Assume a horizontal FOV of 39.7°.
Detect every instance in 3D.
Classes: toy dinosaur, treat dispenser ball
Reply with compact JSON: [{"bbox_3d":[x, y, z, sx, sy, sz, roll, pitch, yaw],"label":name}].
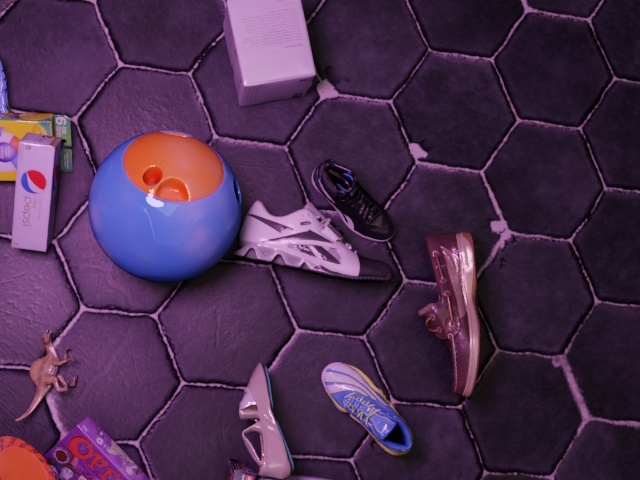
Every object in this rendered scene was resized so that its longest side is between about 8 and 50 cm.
[{"bbox_3d":[-0.529,0.270,1.737,0.092,0.053,0.183,8,75,8],"label":"toy dinosaur"},{"bbox_3d":[-0.293,-0.064,1.682,0.288,0.288,0.288,1,84,-9],"label":"treat dispenser ball"}]

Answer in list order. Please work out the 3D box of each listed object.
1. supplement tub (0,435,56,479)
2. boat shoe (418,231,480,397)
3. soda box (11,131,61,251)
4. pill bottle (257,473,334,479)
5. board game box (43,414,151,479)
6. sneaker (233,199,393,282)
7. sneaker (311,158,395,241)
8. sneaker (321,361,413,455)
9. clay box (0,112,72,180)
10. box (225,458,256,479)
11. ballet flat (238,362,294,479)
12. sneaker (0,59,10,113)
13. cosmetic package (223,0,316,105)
[{"bbox_3d":[-0.639,0.505,1.556,0.338,0.207,0.207,-37,90,12],"label":"supplement tub"},{"bbox_3d":[0.264,0.153,1.841,0.123,0.123,0.342,-2,84,5],"label":"boat shoe"},{"bbox_3d":[-0.548,-0.093,1.710,0.069,0.074,0.216,8,110,-8],"label":"soda box"},{"bbox_3d":[-0.039,0.664,1.670,0.228,0.229,0.408,9,83,-8],"label":"pill bottle"},{"bbox_3d":[-0.384,0.513,1.668,0.347,0.056,0.208,47,113,-1],"label":"board game box"},{"bbox_3d":[0.000,0.000,1.805,0.330,0.122,0.146,14,84,-8],"label":"sneaker"},{"bbox_3d":[0.072,-0.078,1.825,0.217,0.121,0.079,41,80,-3],"label":"sneaker"},{"bbox_3d":[0.105,0.336,1.781,0.240,0.126,0.091,43,79,-3],"label":"sneaker"},{"bbox_3d":[-0.604,-0.183,1.738,0.221,0.053,0.128,0,116,-8],"label":"clay box"},{"bbox_3d":[-0.172,0.547,1.698,0.044,0.159,0.233,12,82,-8],"label":"box"},{"bbox_3d":[-0.118,0.349,1.721,0.086,0.086,0.249,-12,51,-10],"label":"ballet flat"},{"bbox_3d":[-0.662,-0.298,1.762,0.078,0.067,0.188,-5,87,-16],"label":"sneaker"},{"bbox_3d":[-0.107,-0.392,1.817,0.151,0.151,0.184,-10,84,-10],"label":"cosmetic package"}]
